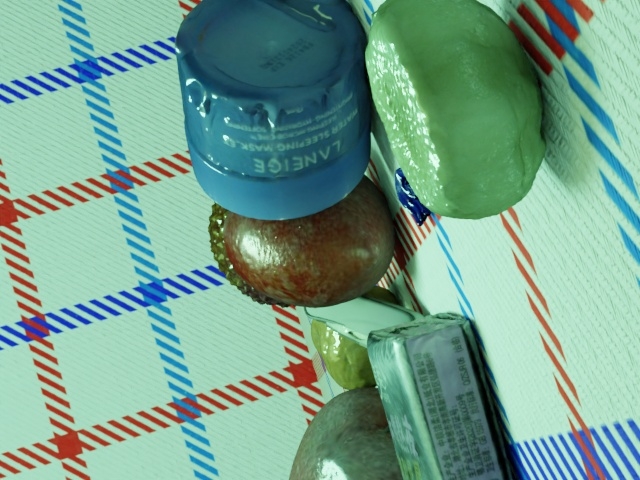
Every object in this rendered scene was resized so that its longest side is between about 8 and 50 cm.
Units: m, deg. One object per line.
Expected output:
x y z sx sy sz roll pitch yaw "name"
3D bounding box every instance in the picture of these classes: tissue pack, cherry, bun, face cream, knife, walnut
0.159 0.273 1.754 0.259 0.122 0.361 157 99 -82 "tissue pack"
-0.006 0.002 1.988 0.206 0.239 0.239 113 147 -42 "cherry"
0.113 -0.116 1.147 0.195 0.118 0.195 158 90 -86 "bun"
0.069 0.357 2.080 0.221 0.307 0.261 24 -157 -37 "cherry"
-0.060 -0.188 1.859 0.225 0.249 0.249 83 169 -49 "face cream"
0.059 0.111 2.013 0.265 0.040 0.073 19 93 53 "knife"
0.058 0.144 2.159 0.166 0.149 0.166 7 -90 -82 "walnut"

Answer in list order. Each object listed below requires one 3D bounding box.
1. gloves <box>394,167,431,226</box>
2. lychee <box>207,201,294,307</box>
0.110 -0.058 1.718 0.064 0.026 0.086 84 168 -48 "gloves"
-0.061 -0.021 2.396 0.271 0.271 0.271 164 90 -84 "lychee"
